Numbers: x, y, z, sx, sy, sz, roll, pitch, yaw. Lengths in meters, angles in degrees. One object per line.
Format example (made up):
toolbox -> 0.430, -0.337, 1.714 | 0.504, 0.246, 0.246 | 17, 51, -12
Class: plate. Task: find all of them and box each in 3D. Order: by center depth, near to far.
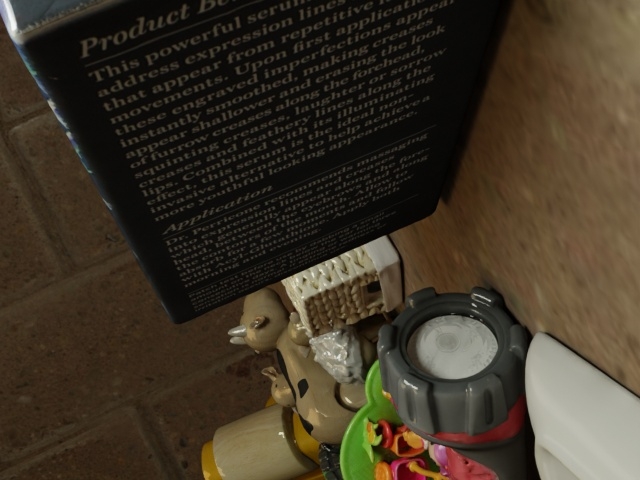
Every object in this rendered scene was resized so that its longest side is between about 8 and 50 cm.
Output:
plate -> 0.199, 0.213, 0.540 | 0.277, 0.045, 0.277 | -135, 22, -70

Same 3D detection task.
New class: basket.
basket -> 0.000, 0.000, 1.002 | 0.167, 0.103, 0.113 | 61, 172, 27

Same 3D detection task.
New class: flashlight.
flashlight -> 0.108, 0.169, 0.759 | 0.103, 0.103, 0.304 | 20, 142, 28

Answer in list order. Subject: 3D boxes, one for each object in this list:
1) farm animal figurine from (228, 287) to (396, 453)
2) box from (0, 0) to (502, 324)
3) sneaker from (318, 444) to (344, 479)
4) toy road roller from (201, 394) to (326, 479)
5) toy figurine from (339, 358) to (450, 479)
farm animal figurine -> -0.015, 0.134, 1.255 | 0.330, 0.172, 0.326 | 73, 169, -46
box -> -0.068, -0.165, 0.561 | 0.395, 0.212, 0.293 | 90, 155, -70
sneaker -> 0.081, 0.292, 1.359 | 0.146, 0.134, 0.343 | 61, -177, -15
toy road roller -> -0.033, 0.315, 1.634 | 0.329, 0.203, 0.240 | 43, -150, -46
toy figurine -> 0.113, 0.211, 0.995 | 0.159, 0.130, 0.173 | 16, 107, 62
